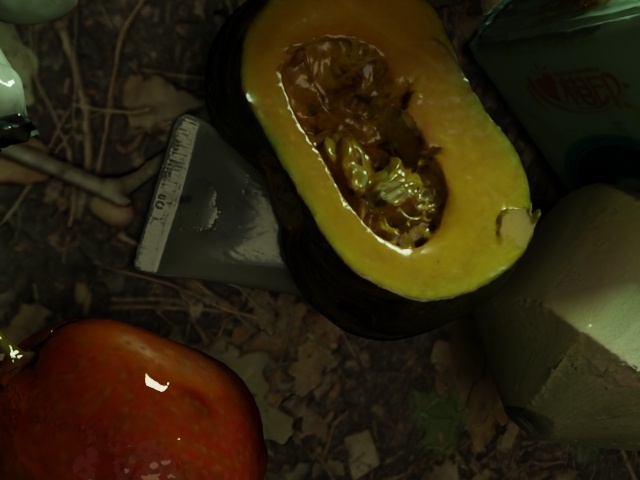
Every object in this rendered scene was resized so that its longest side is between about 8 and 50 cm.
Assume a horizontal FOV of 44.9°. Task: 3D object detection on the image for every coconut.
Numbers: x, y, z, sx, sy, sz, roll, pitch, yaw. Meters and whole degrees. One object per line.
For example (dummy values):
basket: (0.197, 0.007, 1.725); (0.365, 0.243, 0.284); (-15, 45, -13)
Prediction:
coconut: (0.275, 0.093, 0.778); (0.239, 0.239, 0.244); (45, 77, -24)

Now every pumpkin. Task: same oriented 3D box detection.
pumpkin: (0.049, -0.082, 0.643); (0.222, 0.139, 0.317); (-27, 83, -19)

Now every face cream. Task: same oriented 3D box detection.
face cream: (0.000, 0.000, 0.715); (0.315, 0.089, 0.143); (17, 89, -21)

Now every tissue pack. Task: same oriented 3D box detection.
tissue pack: (0.369, -0.104, 0.763); (0.388, 0.287, 0.162); (47, 72, -24)

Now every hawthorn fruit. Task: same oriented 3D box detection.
hawthorn fruit: (-0.176, 0.148, 0.586); (0.299, 0.211, 0.211); (44, 78, -13)

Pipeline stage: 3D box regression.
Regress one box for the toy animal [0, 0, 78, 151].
toy animal: (-0.282, -0.160, 0.488); (0.249, 0.174, 0.289); (3, 99, -1)
